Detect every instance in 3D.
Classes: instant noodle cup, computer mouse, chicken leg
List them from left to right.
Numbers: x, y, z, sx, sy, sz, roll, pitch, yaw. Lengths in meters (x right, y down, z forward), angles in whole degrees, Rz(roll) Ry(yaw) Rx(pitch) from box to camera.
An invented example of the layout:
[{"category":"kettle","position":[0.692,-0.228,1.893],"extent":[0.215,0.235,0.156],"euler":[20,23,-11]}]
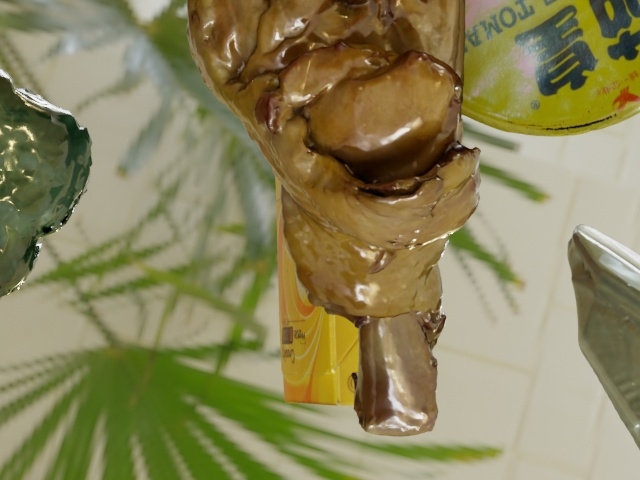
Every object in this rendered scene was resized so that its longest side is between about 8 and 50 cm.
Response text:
[{"category":"chicken leg","position":[0.030,-0.037,1.253],"extent":[0.295,0.182,0.409],"euler":[-127,-152,-62]},{"category":"instant noodle cup","position":[0.221,-0.250,1.453],"extent":[0.254,0.326,0.325],"euler":[-15,126,-53]},{"category":"computer mouse","position":[0.357,0.154,1.733],"extent":[0.228,0.145,0.429],"euler":[30,29,-56]}]

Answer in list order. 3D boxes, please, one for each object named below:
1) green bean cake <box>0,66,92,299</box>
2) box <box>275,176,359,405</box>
[{"category":"green bean cake","position":[-0.343,-0.025,1.280],"extent":[0.300,0.308,0.169],"euler":[-55,-173,-4]},{"category":"box","position":[0.000,0.000,1.593],"extent":[0.152,0.043,0.269],"euler":[165,-76,-74]}]
